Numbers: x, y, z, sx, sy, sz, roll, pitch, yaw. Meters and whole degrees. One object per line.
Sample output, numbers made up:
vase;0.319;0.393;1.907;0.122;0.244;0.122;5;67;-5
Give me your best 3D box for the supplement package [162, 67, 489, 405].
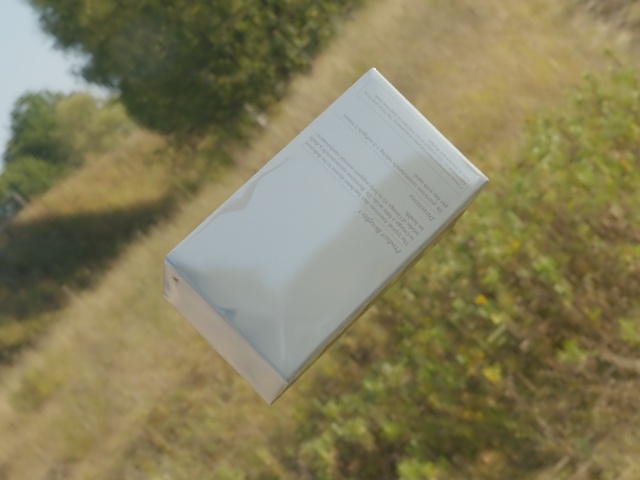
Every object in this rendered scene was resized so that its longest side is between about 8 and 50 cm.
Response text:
supplement package;0.000;0.000;0.910;0.179;0.105;0.105;-43;-5;-15
